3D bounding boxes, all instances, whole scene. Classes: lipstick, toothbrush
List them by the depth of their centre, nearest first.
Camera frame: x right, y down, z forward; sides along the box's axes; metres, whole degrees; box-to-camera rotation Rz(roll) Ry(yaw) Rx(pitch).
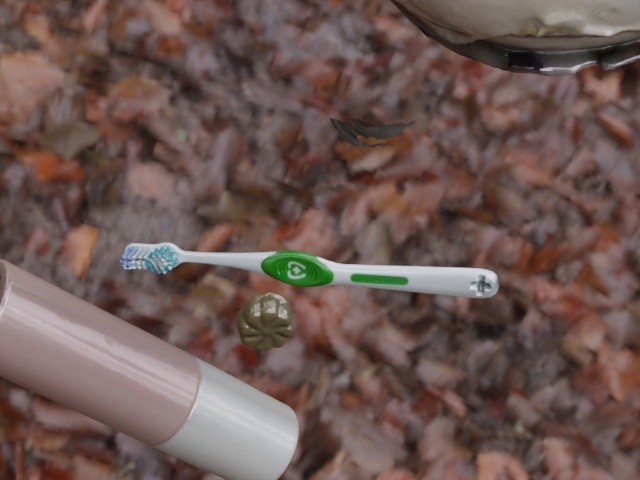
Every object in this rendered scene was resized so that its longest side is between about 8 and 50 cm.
[{"bbox_3d":[-0.130,0.097,1.099,0.254,0.070,0.070,31,42,-32],"label":"lipstick"},{"bbox_3d":[-0.010,0.022,1.273,0.303,0.030,0.030,4,49,6],"label":"toothbrush"}]

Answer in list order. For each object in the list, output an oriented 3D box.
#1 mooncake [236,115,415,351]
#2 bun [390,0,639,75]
[{"bbox_3d":[-0.002,-0.011,1.424,0.150,0.347,0.057,-7,56,-7],"label":"mooncake"},{"bbox_3d":[0.084,-0.154,0.552,0.172,0.120,0.173,-8,53,11],"label":"bun"}]
